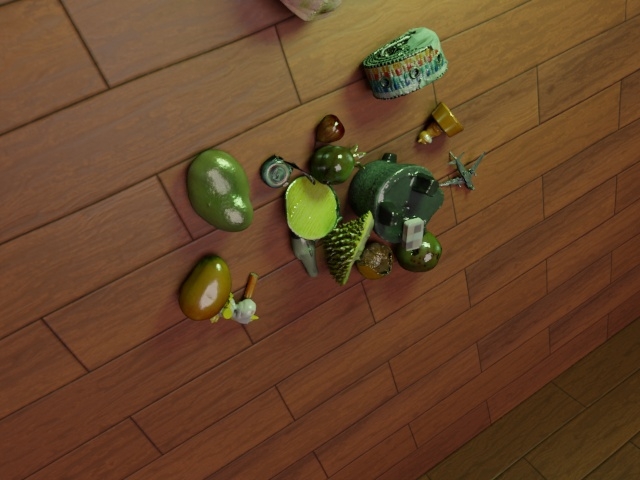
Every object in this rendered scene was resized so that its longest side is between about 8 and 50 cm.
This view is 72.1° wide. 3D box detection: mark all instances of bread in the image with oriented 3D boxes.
[{"bbox_3d":[-0.032,-0.112,1.510,0.228,0.033,0.229,1,89,-32],"label":"bread"}]

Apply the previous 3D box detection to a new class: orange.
[{"bbox_3d":[0.216,0.080,1.711,0.156,0.134,0.157,-21,127,-30],"label":"orange"}]

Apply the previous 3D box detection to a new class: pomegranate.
[{"bbox_3d":[0.387,0.046,1.777,0.179,0.210,0.179,1,82,-5],"label":"pomegranate"},{"bbox_3d":[0.061,-0.258,1.476,0.191,0.152,0.131,-27,116,-39],"label":"pomegranate"}]

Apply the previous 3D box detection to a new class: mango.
[{"bbox_3d":[-0.371,0.162,1.451,0.151,0.120,0.221,36,84,-22],"label":"mango"}]

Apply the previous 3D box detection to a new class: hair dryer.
[{"bbox_3d":[-0.012,0.031,1.619,0.224,0.088,0.219,-21,128,-35],"label":"hair dryer"}]

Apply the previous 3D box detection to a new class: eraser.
[{"bbox_3d":[0.303,-0.020,1.442,0.065,0.026,0.105,-15,125,-21],"label":"eraser"}]

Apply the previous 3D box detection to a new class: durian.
[{"bbox_3d":[0.103,0.045,1.537,0.169,0.158,0.352,-18,155,-17],"label":"durian"}]

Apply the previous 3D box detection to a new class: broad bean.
[{"bbox_3d":[-0.310,-0.148,1.359,0.189,0.121,0.263,-23,106,-12],"label":"broad bean"}]

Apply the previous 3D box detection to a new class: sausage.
[{"bbox_3d":[-0.249,0.169,1.573,0.031,0.031,0.107,9,108,-30],"label":"sausage"}]

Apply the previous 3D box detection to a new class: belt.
[{"bbox_3d":[0.270,-0.561,1.397,0.257,0.207,0.150,-29,125,-3],"label":"belt"}]

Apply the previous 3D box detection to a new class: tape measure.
[{"bbox_3d":[-0.111,-0.200,1.395,0.104,0.179,0.107,20,102,-49],"label":"tape measure"}]

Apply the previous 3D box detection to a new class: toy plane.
[{"bbox_3d":[0.580,-0.269,1.779,0.226,0.058,0.226,-36,125,11],"label":"toy plane"}]

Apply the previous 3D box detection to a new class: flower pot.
[{"bbox_3d":[0.283,-0.146,1.548,0.298,0.283,0.299,-10,116,-22],"label":"flower pot"}]

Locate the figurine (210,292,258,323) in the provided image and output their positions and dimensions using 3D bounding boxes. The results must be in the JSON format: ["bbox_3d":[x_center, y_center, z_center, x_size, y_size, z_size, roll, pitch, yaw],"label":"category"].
[{"bbox_3d":[-0.296,0.250,1.561,0.178,0.109,0.130,15,131,-32],"label":"figurine"}]

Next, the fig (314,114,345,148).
[{"bbox_3d":[0.017,-0.353,1.448,0.125,0.089,0.089,-35,127,19],"label":"fig"}]

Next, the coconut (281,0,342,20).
[{"bbox_3d":[-0.024,-0.715,1.165,0.233,0.245,0.233,13,65,-30],"label":"coconut"}]

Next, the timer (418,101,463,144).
[{"bbox_3d":[0.424,-0.408,1.614,0.152,0.132,0.132,-39,127,22],"label":"timer"}]
